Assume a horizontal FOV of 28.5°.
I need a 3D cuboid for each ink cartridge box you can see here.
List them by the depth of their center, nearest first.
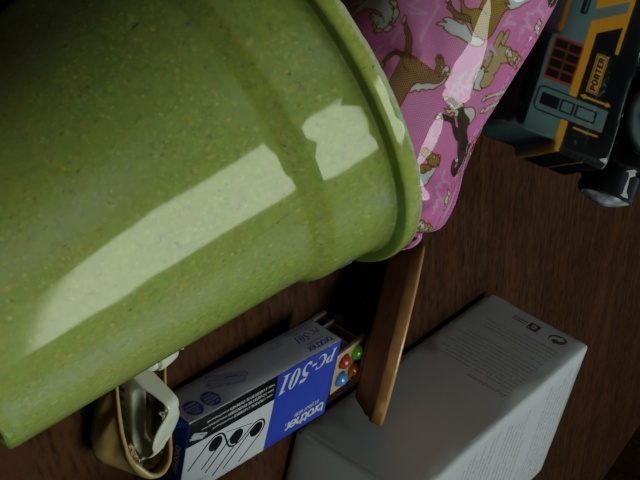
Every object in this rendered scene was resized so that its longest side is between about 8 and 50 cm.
[{"bbox_3d":[-0.069,0.157,1.194,0.207,0.046,0.097,-26,138,-44],"label":"ink cartridge box"}]

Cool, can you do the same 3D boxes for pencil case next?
[{"bbox_3d":[0.105,-0.188,1.041,0.160,0.167,0.386,29,91,-50],"label":"pencil case"}]

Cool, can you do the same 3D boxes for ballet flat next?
[{"bbox_3d":[-0.138,0.095,0.991,0.080,0.073,0.232,-38,145,-41],"label":"ballet flat"}]

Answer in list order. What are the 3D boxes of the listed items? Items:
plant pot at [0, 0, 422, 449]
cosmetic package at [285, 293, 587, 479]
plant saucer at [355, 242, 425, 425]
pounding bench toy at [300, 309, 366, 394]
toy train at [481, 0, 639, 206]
[{"bbox_3d":[-0.129,-0.031,0.708,0.254,0.276,0.276,-37,148,-19],"label":"plant pot"},{"bbox_3d":[0.142,0.266,1.581,0.453,0.161,0.230,-28,139,-50],"label":"cosmetic package"},{"bbox_3d":[0.072,0.097,1.351,0.200,0.037,0.200,14,90,-86],"label":"plant saucer"},{"bbox_3d":[0.018,0.110,1.304,0.083,0.065,0.052,-32,142,-46],"label":"pounding bench toy"},{"bbox_3d":[0.268,-0.203,1.142,0.142,0.190,0.334,-172,-80,-77],"label":"toy train"}]
